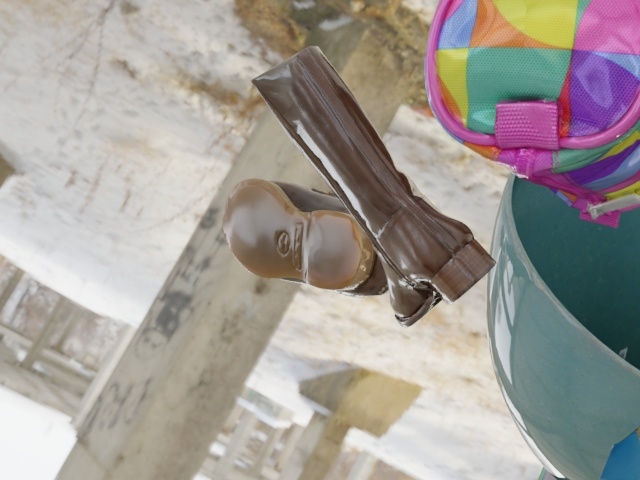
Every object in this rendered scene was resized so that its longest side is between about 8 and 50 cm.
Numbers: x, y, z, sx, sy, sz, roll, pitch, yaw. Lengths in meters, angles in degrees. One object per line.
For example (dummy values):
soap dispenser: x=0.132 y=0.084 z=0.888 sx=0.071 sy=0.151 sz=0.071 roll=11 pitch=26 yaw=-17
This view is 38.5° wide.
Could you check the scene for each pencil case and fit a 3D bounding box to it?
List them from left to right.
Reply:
pencil case: x=0.130 y=-0.065 z=0.448 sx=0.104 sy=0.104 sz=0.236 roll=24 pitch=-174 yaw=27

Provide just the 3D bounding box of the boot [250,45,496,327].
boot: x=0.016 y=-0.021 z=0.373 sx=0.114 sy=0.037 sz=0.106 roll=48 pitch=164 yaw=4

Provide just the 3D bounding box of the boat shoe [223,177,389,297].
boat shoe: x=0.000 y=0.000 z=0.665 sx=0.073 sy=0.073 sz=0.207 roll=2 pitch=-168 yaw=-33

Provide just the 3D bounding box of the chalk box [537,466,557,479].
chalk box: x=0.275 y=0.285 z=0.884 sx=0.132 sy=0.132 sz=0.213 roll=23 pitch=-177 yaw=32

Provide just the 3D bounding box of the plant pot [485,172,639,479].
plant pot: x=0.239 y=0.080 z=0.645 sx=0.290 sy=0.290 sz=0.195 roll=27 pitch=132 yaw=14

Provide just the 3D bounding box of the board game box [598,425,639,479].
board game box: x=0.205 y=0.059 z=0.269 sx=0.097 sy=0.303 sz=0.224 roll=43 pitch=-150 yaw=9
